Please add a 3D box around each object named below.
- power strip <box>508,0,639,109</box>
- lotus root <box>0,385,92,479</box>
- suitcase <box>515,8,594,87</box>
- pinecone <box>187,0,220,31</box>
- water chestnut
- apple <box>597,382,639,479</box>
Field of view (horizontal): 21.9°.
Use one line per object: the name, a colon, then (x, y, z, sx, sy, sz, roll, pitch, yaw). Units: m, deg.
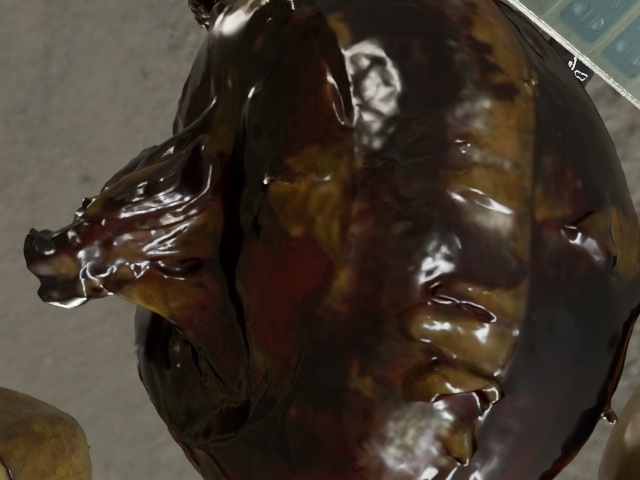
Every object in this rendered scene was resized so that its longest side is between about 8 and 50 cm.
power strip: (0.197, -0.155, 1.120, 0.272, 0.078, 0.052, 29, -159, -47)
lotus root: (-0.308, 0.217, 1.521, 0.199, 0.180, 0.188, 19, 116, 20)
suitcase: (0.247, -0.182, 1.918, 0.066, 0.206, 0.285, 22, -176, -7)
pinecone: (-0.054, -0.175, 1.107, 0.083, 0.077, 0.077, -46, 68, 19)
water chestnut: (0.000, 0.000, 0.791, 0.300, 0.300, 0.300, 44, 151, 33)
apple: (0.288, 0.146, 0.949, 0.246, 0.246, 0.226, 37, 106, 42)
